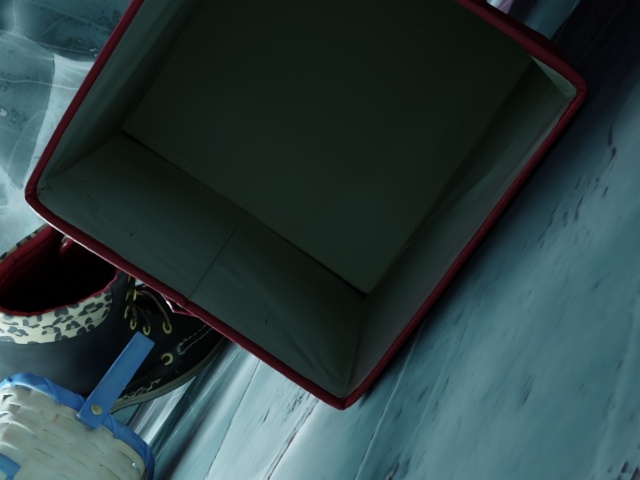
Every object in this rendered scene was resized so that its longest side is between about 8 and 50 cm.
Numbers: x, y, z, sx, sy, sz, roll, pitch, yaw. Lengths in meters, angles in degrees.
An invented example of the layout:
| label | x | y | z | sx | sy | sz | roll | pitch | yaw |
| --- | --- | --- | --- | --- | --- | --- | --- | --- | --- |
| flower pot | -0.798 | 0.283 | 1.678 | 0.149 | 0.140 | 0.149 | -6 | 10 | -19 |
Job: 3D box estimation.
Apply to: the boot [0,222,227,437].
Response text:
| label | x | y | z | sx | sy | sz | roll | pitch | yaw |
| --- | --- | --- | --- | --- | --- | --- | --- | --- | --- |
| boot | -0.240 | 0.078 | 1.294 | 0.377 | 0.138 | 0.284 | -28 | -29 | -29 |

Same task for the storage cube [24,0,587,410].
| label | x | y | z | sx | sy | sz | roll | pitch | yaw |
| --- | --- | --- | --- | --- | --- | --- | --- | --- | --- |
| storage cube | -0.004 | -0.067 | 0.558 | 0.215 | 0.184 | 0.193 | -55 | 5 | 18 |

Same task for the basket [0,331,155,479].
| label | x | y | z | sx | sy | sz | roll | pitch | yaw |
| --- | --- | --- | --- | --- | --- | --- | --- | --- | --- |
| basket | -0.283 | 0.241 | 1.133 | 0.254 | 0.201 | 0.289 | -53 | 1 | 23 |
